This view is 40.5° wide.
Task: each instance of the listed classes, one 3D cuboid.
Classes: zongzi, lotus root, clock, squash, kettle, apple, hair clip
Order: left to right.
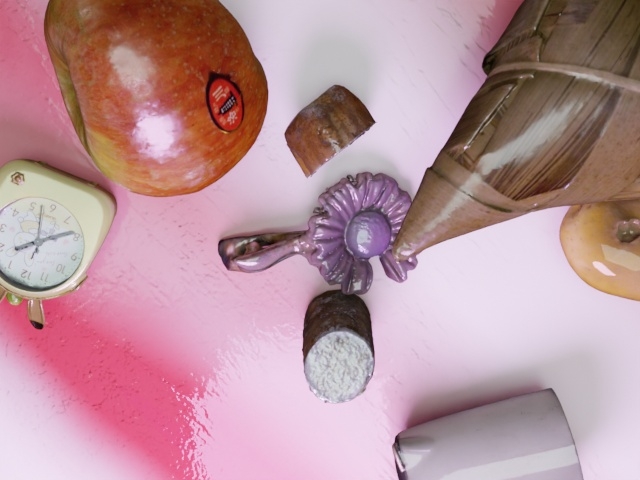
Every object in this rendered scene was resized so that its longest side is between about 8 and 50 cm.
[{"bbox_3d":[-0.464,0.054,1.281,0.027,0.027,0.089,-23,97,4],"label":"squash"},{"bbox_3d":[-0.405,0.010,1.239,0.170,0.069,0.232,23,95,-10],"label":"clock"},{"bbox_3d":[-0.199,-0.210,1.102,0.250,0.309,0.277,-22,62,-16],"label":"apple"},{"bbox_3d":[-0.002,0.002,1.248,0.300,0.069,0.173,-12,101,2],"label":"hair clip"},{"bbox_3d":[0.009,-0.149,1.199,0.122,0.112,0.081,-42,89,-24],"label":"lotus root"},{"bbox_3d":[0.246,0.347,1.282,0.255,0.165,0.240,-16,129,4],"label":"kettle"},{"bbox_3d":[0.400,-0.065,1.134,0.500,0.218,0.467,30,90,-5],"label":"zongzi"}]

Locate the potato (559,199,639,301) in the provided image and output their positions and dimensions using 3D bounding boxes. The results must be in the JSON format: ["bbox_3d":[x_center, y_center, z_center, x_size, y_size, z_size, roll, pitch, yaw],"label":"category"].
[{"bbox_3d":[0.451,0.011,1.216,0.233,0.150,0.146,12,138,8],"label":"potato"}]

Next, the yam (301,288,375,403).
[{"bbox_3d":[0.025,0.147,1.215,0.107,0.194,0.107,0,104,0],"label":"yam"}]
